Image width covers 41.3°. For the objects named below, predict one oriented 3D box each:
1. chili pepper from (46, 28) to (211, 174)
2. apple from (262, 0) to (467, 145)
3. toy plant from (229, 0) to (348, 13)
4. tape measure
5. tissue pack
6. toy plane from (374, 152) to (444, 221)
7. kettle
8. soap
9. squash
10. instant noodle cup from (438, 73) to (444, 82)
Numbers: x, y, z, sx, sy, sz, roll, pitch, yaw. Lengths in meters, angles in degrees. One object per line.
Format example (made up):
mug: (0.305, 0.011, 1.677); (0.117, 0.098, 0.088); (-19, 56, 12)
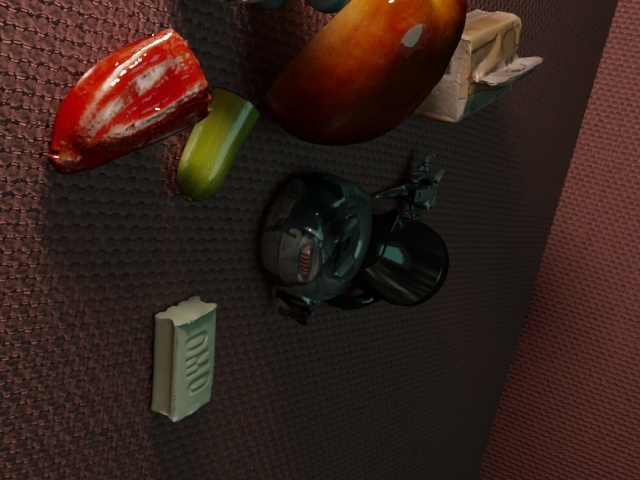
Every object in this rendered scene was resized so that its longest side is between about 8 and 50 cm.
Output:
chili pepper: (-0.278, -0.187, 1.182); (0.253, 0.136, 0.144); (-39, 165, -32)
apple: (0.081, -0.336, 1.497); (0.295, 0.365, 0.328); (21, 50, -28)
toy plant: (-0.047, -0.465, 1.314); (0.332, 0.247, 0.247); (-14, 118, -64)
tape measure: (0.000, 0.000, 1.712); (0.256, 0.147, 0.275); (-47, 144, -37)
tissue pack: (0.386, -0.416, 2.044); (0.305, 0.239, 0.238); (-32, 133, -48)
toy plane: (0.226, -0.116, 2.085); (0.262, 0.088, 0.192); (-19, 124, -54)
kettle: (0.129, 0.033, 1.945); (0.271, 0.251, 0.207); (25, 55, -54)
soap: (-0.241, 0.210, 1.509); (0.114, 0.063, 0.198); (-27, 129, -53)
squash: (-0.179, -0.149, 1.388); (0.188, 0.095, 0.095); (-62, 150, -5)
instant noodle cup: (0.167, -0.382, 1.744); (0.153, 0.205, 0.205); (-24, 127, -65)
